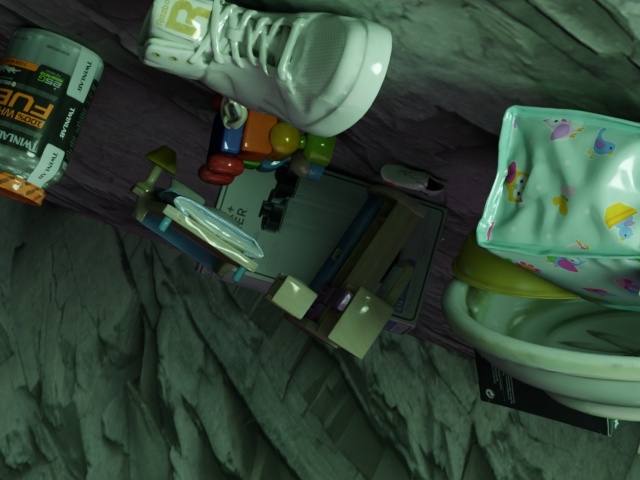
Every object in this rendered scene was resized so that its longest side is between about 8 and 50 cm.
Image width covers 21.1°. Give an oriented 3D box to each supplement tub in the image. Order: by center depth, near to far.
[{"bbox_3d":[-0.337,-0.144,2.013,0.117,0.190,0.117,19,172,3],"label":"supplement tub"}]

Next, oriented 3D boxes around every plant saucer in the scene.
[{"bbox_3d":[0.320,0.093,1.681,0.401,0.100,0.400,-2,-163,1],"label":"plant saucer"}]

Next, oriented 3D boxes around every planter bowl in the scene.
[{"bbox_3d":[0.239,-0.016,1.730,0.217,0.090,0.217,-3,-163,1],"label":"planter bowl"}]

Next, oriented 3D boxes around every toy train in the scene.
[{"bbox_3d":[-0.047,-0.114,1.883,0.143,0.105,0.248,10,173,-9],"label":"toy train"}]

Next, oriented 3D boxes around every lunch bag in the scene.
[{"bbox_3d":[0.305,-0.014,1.477,0.262,0.160,0.223,8,170,38],"label":"lunch bag"}]

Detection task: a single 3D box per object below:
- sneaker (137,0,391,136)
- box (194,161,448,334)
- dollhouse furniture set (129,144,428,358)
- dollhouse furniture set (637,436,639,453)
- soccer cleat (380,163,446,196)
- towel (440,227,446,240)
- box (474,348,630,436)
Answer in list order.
[{"bbox_3d":[-0.067,-0.168,1.511,0.169,0.108,0.292,20,174,-26],"label":"sneaker"},{"bbox_3d":[0.000,0.000,2.209,0.290,0.169,0.087,18,169,-4],"label":"box"},{"bbox_3d":[-0.052,-0.037,2.008,0.303,0.198,0.286,34,175,-12],"label":"dollhouse furniture set"},{"bbox_3d":[0.447,0.183,2.208,0.259,0.135,0.262,1,-154,-22],"label":"dollhouse furniture set"},{"bbox_3d":[0.110,-0.073,2.023,0.083,0.029,0.036,20,164,-27],"label":"soccer cleat"},{"bbox_3d":[0.109,-0.022,2.403,0.113,0.023,0.152,23,174,-7],"label":"towel"},{"bbox_3d":[0.326,0.105,1.936,0.184,0.103,0.261,14,-148,43],"label":"box"}]
